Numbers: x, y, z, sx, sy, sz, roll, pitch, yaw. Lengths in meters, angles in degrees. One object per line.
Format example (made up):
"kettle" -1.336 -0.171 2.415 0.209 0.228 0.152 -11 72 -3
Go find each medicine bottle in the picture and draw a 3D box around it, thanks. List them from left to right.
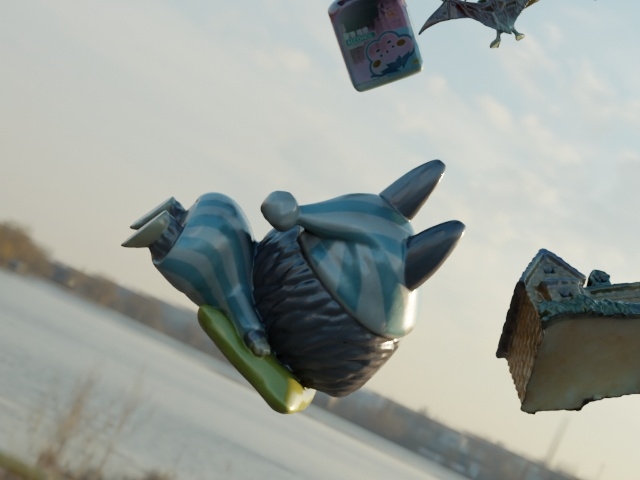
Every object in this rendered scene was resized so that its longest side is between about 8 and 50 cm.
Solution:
"medicine bottle" 0.077 -0.332 2.147 0.094 0.119 0.188 -94 165 -73

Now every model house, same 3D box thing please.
"model house" 0.321 0.098 1.771 0.183 0.166 0.172 0 36 -13

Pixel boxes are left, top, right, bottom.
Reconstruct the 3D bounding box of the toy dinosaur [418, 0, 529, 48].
"toy dinosaur" 0.229 -0.307 1.845 0.032 0.220 0.108 78 -11 -70

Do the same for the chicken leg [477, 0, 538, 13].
"chicken leg" 0.379 -0.430 2.181 0.201 0.153 0.429 9 -11 -26

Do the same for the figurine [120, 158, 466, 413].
"figurine" 0.000 0.000 1.882 0.361 0.377 0.266 47 5 -11
